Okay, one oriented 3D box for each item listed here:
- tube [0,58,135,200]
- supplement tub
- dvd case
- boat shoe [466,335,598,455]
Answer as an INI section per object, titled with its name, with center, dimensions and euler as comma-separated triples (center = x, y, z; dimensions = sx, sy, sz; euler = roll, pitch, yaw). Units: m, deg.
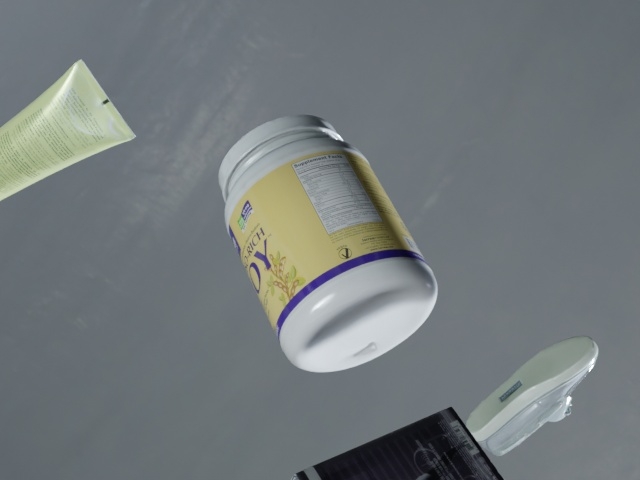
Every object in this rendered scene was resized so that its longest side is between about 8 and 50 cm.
[tube]
center = -0.304, -0.097, 1.036
dimensions = 0.240, 0.062, 0.070
euler = -25, 150, 29
[supplement tub]
center = 0.000, 0.000, 1.461
dimensions = 0.241, 0.331, 0.241
euler = -20, 148, -13
[dvd case]
center = 0.099, 0.265, 0.969
dimensions = 0.221, 0.164, 0.018
euler = -14, 148, -39
[boat shoe]
center = 0.320, 0.230, 1.436
dimensions = 0.227, 0.081, 0.079
euler = -41, -161, 13
